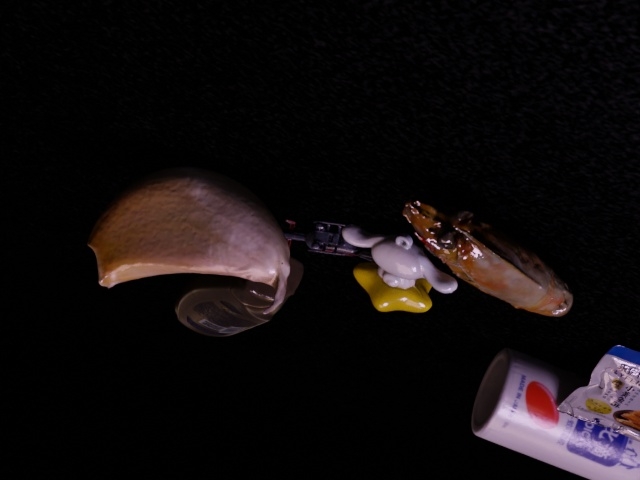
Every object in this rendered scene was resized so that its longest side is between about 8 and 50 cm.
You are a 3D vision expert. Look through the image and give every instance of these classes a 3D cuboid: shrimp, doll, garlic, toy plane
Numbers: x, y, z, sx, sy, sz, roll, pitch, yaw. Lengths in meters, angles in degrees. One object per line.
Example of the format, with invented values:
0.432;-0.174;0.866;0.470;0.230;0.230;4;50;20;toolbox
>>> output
0.160;0.016;1.288;0.154;0.062;0.294;17;166;39;shrimp
0.078;0.028;1.389;0.135;0.071;0.113;41;148;-5;doll
-0.136;0.001;1.402;0.245;0.164;0.145;7;143;23;garlic
0.000;0.000;1.462;0.145;0.037;0.060;8;171;23;toy plane

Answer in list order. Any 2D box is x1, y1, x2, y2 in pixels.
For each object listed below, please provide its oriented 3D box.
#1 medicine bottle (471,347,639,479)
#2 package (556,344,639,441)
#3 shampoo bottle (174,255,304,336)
0.385;0.264;1.696;0.341;0.130;0.130;22;164;-5;medicine bottle
0.408;0.201;1.564;0.171;0.027;0.173;22;142;-3;package
-0.116;0.075;1.755;0.126;0.084;0.350;21;164;-14;shampoo bottle
